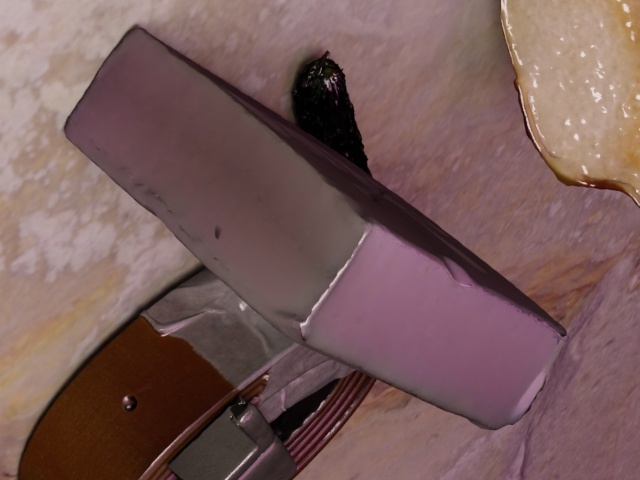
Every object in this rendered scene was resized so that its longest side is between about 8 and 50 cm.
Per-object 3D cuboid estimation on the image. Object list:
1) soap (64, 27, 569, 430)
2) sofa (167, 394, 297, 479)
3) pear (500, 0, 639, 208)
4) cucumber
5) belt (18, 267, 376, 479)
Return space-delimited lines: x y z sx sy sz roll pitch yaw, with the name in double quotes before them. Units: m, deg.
"soap" 0.000 0.000 1.394 0.107 0.285 0.296 -54 144 6
"sofa" -0.055 0.191 1.545 0.085 0.060 0.147 -45 153 -11
"pear" 0.336 -0.219 1.653 0.191 0.340 0.387 -37 151 -61
"cucumber" 0.011 -0.089 1.593 0.053 0.053 0.181 -41 147 -20
"belt" -0.088 0.130 1.617 0.338 0.122 0.217 -39 150 -21
